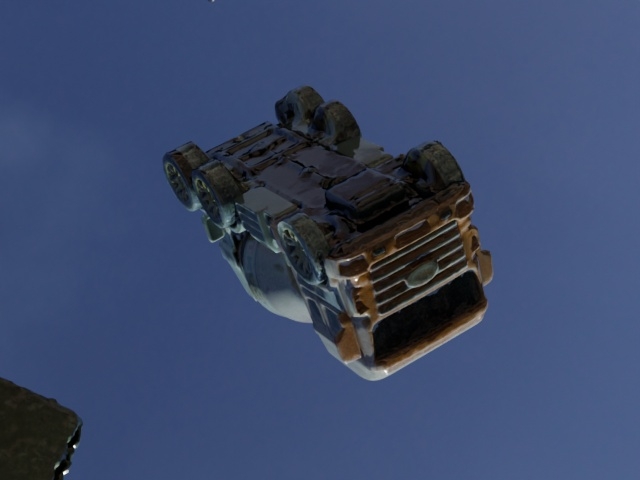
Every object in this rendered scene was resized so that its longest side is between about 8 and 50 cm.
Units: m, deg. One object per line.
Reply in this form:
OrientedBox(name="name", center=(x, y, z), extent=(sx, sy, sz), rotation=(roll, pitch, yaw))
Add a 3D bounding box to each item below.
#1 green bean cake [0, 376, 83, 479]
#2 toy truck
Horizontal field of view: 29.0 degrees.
OrientedBox(name="green bean cake", center=(-0.357, 0.222, 1.202), extent=(0.208, 0.107, 0.193), rotation=(29, -142, -9))
OrientedBox(name="toy truck", center=(0.000, 0.000, 0.761), extent=(0.108, 0.140, 0.257), rotation=(-28, -151, -19))
